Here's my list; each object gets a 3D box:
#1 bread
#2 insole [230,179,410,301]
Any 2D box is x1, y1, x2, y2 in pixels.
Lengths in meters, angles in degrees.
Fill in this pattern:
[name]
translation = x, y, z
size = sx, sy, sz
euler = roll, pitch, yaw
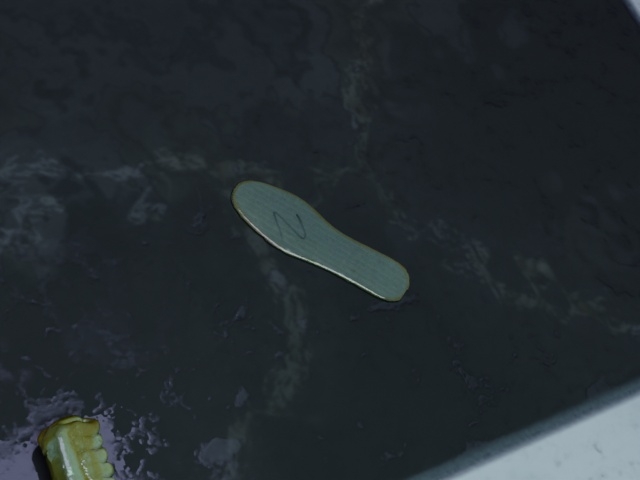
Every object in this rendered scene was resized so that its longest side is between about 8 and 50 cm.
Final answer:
[bread]
translation = -0.179, 0.174, 0.789
size = 0.049, 0.034, 0.088
euler = -11, 69, -42
[insole]
translation = 0.000, 0.000, 0.979
size = 0.188, 0.004, 0.064
euler = 30, 56, -3
